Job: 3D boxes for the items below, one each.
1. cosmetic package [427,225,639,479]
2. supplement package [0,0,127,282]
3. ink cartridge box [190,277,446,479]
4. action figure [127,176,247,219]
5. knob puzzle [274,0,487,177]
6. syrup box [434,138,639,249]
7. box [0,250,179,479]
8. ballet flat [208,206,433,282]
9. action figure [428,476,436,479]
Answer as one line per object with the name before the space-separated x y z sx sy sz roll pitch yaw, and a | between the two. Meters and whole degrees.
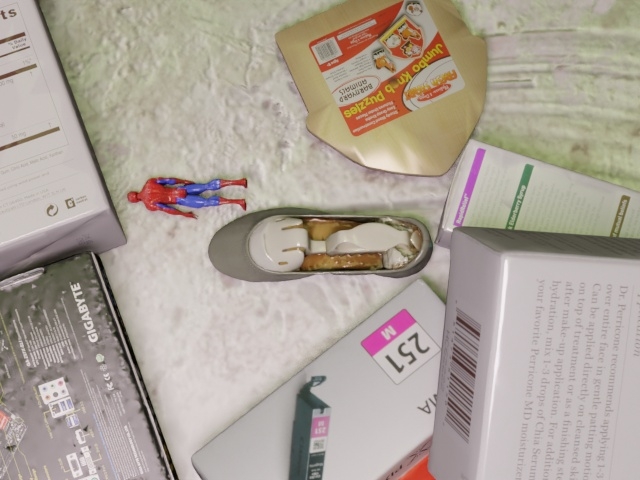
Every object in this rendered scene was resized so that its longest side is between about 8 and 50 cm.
cosmetic package | 0.336 0.121 1.530 0.453 0.161 0.230 5 98 -12
supplement package | -0.313 -0.115 1.629 0.175 0.177 0.293 -20 79 -4
ink cartridge box | 0.062 0.207 1.600 0.275 0.060 0.239 -37 67 -11
action figure | -0.128 -0.042 1.694 0.115 0.030 0.038 0 73 4
knob puzzle | 0.073 -0.146 1.716 0.213 0.030 0.213 0 78 -1
syrup box | 0.232 -0.010 1.659 0.237 0.093 0.096 19 80 3
box | -0.270 0.199 1.601 0.257 0.079 0.322 -20 88 -3
ballet flat | 0.000 0.000 1.667 0.213 0.068 0.072 0 79 -1
action figure | 0.194 0.311 1.610 0.232 0.063 0.137 14 79 7
